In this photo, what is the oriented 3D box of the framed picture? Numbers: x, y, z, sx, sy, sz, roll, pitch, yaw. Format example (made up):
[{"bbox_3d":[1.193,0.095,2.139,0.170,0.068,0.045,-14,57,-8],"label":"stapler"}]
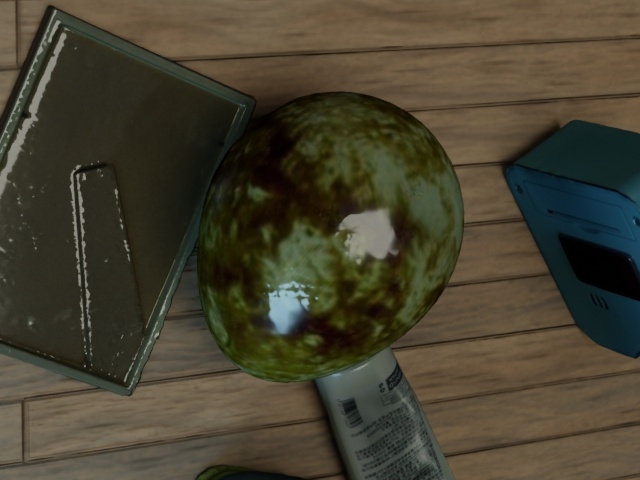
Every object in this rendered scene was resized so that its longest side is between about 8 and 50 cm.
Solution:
[{"bbox_3d":[-0.211,-0.030,1.772,0.232,0.024,0.314,23,89,-31],"label":"framed picture"}]

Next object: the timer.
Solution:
[{"bbox_3d":[0.320,0.014,1.958,0.091,0.232,0.250,-35,117,-21],"label":"timer"}]

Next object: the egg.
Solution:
[{"bbox_3d":[0.000,0.000,1.775,0.238,0.238,0.289,29,108,-31],"label":"egg"}]

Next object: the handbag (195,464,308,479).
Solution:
[{"bbox_3d":[-0.040,0.365,1.836,0.222,0.241,0.263,23,88,-31],"label":"handbag"}]

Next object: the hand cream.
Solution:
[{"bbox_3d":[0.065,0.206,1.968,0.124,0.078,0.340,-33,124,-19],"label":"hand cream"}]
